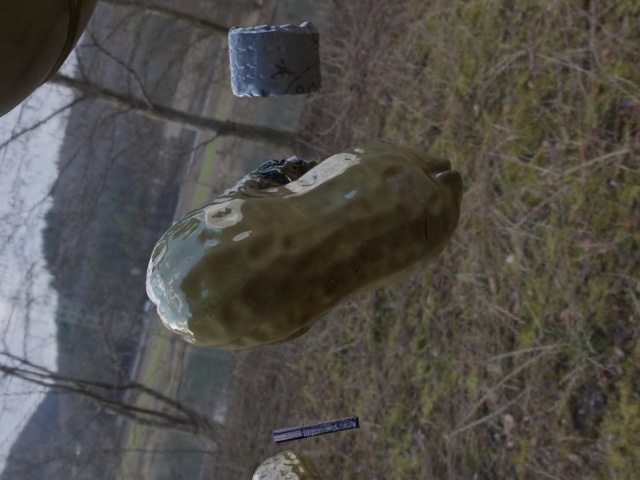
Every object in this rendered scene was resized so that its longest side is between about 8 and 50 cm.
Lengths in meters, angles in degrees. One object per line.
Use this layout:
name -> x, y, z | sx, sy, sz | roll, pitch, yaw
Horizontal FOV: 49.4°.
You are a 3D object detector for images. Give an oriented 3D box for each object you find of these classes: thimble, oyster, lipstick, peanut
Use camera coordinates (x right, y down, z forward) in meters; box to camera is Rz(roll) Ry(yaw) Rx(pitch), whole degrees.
thimble -> -0.075, -0.300, 1.157 | 0.127, 0.151, 0.117 | -148, 52, -65
oyster -> -0.015, -0.049, 1.075 | 0.214, 0.223, 0.083 | 57, -155, -56
lipstick -> -0.007, 0.329, 1.216 | 0.177, 0.027, 0.027 | -20, 44, 30
peanut -> 0.000, 0.000, 0.565 | 0.130, 0.290, 0.130 | 44, 147, 39
peanut -> -0.052, 0.486, 1.307 | 0.140, 0.153, 0.325 | -35, 7, -11

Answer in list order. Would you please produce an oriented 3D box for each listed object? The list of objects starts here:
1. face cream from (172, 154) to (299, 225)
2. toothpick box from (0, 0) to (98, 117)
face cream -> -0.150, -0.057, 1.247 | 0.073, 0.284, 0.073 | 61, 178, 3
toothpick box -> -0.486, -0.386, 0.895 | 0.425, 0.409, 0.409 | -60, 7, -13
